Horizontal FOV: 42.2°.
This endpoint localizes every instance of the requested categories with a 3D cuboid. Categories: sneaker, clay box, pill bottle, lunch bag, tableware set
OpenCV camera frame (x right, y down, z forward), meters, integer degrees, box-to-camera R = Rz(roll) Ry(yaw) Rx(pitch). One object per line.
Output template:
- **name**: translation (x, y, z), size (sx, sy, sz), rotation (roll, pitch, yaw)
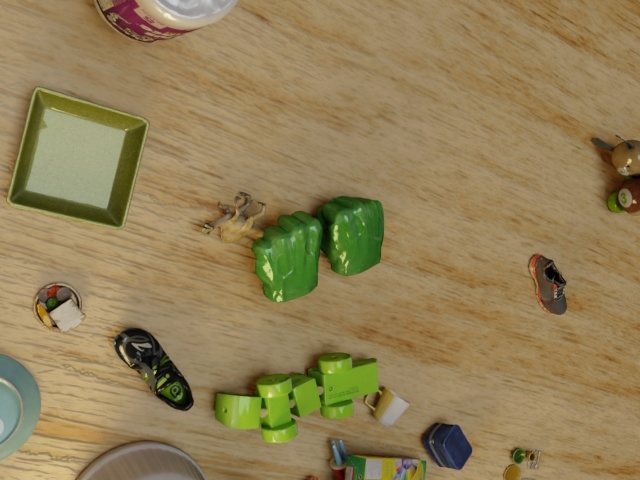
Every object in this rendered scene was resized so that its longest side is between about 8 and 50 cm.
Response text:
- **sneaker**: translation (0.514, 0.105, 1.834), size (0.061, 0.065, 0.158), rotation (-39, 112, -19)
- **clay box**: translation (0.130, 0.491, 1.640), size (0.222, 0.053, 0.127), rotation (20, 73, -49)
- **pill bottle**: translation (-0.239, -0.381, 1.222), size (0.169, 0.301, 0.169), rotation (-4, 98, -28)
- **lunch bag**: translation (0.267, 0.432, 1.741), size (0.067, 0.065, 0.098), rotation (-44, 114, -34)
- **sneaker**: translation (-0.275, 0.219, 1.407), size (0.067, 0.078, 0.188), rotation (-44, 114, -17)
- **tableware set**: translation (0.458, 0.548, 1.884), size (0.104, 0.024, 0.154), rotation (13, 91, -29)

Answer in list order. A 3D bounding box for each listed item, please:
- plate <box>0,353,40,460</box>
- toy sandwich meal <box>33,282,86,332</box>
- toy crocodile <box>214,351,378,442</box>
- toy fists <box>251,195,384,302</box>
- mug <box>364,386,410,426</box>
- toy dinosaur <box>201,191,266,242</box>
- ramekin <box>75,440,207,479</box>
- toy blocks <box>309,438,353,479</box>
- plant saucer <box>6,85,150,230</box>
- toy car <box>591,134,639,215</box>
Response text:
- **plate**: translation (-0.534, 0.269, 1.303), size (0.188, 0.024, 0.188), rotation (-4, 97, -29)
- **toy sandwich meal**: translation (-0.421, 0.110, 1.341), size (0.085, 0.029, 0.086), rotation (-4, 98, -28)
- **toy crocodile**: translation (-0.033, 0.284, 1.545), size (0.340, 0.105, 0.115), rotation (-13, 102, -32)
- **toy fists**: translation (0.000, 0.000, 1.509), size (0.279, 0.096, 0.142), rotation (-19, 129, -28)
- **mug**: translation (0.132, 0.333, 1.667), size (0.064, 0.078, 0.062), rotation (-58, 151, -1)
- **toy dinosaur**: translation (-0.137, -0.034, 1.477), size (0.183, 0.053, 0.093), rotation (13, 108, -42)
- **ramekin**: translation (-0.293, 0.489, 1.404), size (0.272, 0.127, 0.273), rotation (-4, 98, -28)
- **toy blocks**: translation (0.021, 0.471, 1.616), size (0.123, 0.054, 0.148), rotation (-25, 108, -24)
- **plant saucer**: translation (-0.386, -0.127, 1.321), size (0.188, 0.045, 0.188), rotation (14, 89, -29)
- **toy car**: translation (0.691, -0.164, 1.856), size (0.188, 0.155, 0.149), rotation (43, 75, -16)
